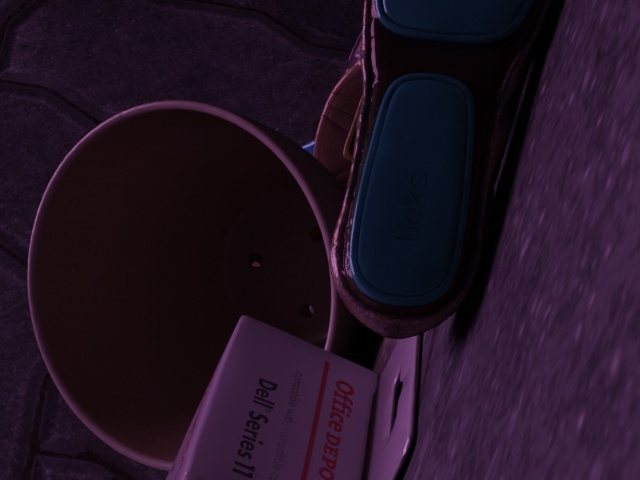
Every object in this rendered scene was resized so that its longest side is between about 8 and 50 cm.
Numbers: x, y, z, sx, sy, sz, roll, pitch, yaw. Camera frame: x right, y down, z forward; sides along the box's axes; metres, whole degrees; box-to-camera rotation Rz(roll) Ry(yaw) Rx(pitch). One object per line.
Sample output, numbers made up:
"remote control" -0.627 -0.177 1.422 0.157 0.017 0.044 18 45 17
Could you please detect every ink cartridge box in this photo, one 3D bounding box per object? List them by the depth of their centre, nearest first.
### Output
"ink cartridge box" -0.055 0.198 0.873 0.207 0.119 0.353 -76 10 -65

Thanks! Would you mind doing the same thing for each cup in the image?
"cup" -0.078 0.034 1.231 0.237 0.331 0.331 -9 -60 -62

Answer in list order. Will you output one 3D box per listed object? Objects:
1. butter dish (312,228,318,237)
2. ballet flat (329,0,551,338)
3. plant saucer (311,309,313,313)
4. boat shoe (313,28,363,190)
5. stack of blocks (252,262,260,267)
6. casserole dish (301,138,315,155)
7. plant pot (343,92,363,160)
"butter dish" 0.000 0.000 1.501 0.160 0.118 0.160 -78 6 -78
"ballet flat" 0.070 -0.092 0.742 0.106 0.108 0.316 68 -141 -72
"plant saucer" -0.018 0.176 1.599 0.200 0.037 0.200 -163 90 -88
"boat shoe" 0.079 -0.180 1.301 0.092 0.103 0.285 -62 -5 -71
"stack of blocks" -0.087 0.108 1.770 0.171 0.087 0.297 -82 -14 -77
"casserole dish" -0.033 -0.061 1.484 0.114 0.037 0.188 -19 21 41
"plant pot" 0.075 -0.095 0.927 0.083 0.081 0.081 -55 -14 -60
